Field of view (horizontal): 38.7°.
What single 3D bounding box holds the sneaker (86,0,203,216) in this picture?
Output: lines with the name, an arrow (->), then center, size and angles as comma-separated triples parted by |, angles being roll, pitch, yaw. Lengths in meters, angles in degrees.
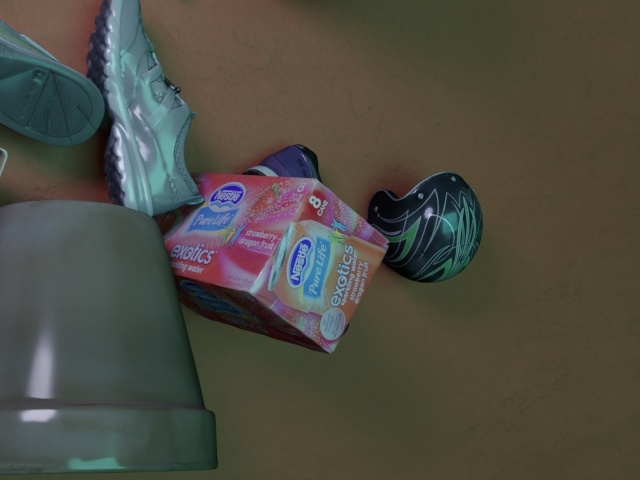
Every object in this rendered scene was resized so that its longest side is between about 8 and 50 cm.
sneaker -> -0.209, -0.163, 1.095 | 0.115, 0.105, 0.282 | -8, 92, -26

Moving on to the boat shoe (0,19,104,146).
boat shoe -> -0.390, -0.205, 0.988 | 0.320, 0.103, 0.118 | 23, 100, -31

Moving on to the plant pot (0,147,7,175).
plant pot -> -0.417, -0.064, 0.971 | 0.109, 0.096, 0.109 | 23, 81, -37

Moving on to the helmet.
helmet -> 0.165, -0.020, 1.377 | 0.169, 0.161, 0.170 | -4, 97, -37

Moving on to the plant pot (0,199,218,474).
plant pot -> -0.271, 0.114, 0.997 | 0.323, 0.323, 0.281 | 10, 73, -37

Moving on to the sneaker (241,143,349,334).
sneaker -> 0.000, 0.000, 1.295 | 0.124, 0.107, 0.283 | -37, 116, -35

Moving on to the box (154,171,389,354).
box -> -0.084, 0.016, 1.105 | 0.142, 0.300, 0.154 | 41, 71, -33
